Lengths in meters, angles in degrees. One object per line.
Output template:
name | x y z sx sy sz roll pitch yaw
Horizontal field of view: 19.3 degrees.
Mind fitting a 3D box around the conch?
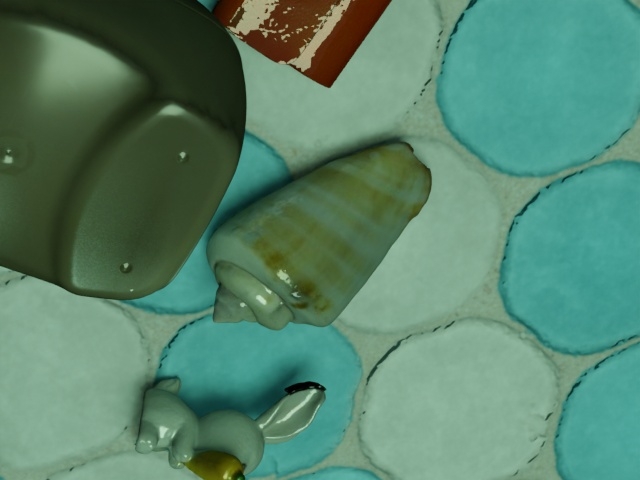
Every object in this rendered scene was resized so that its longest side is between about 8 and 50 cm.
conch | 0.002 0.006 1.830 0.255 0.127 0.158 -38 118 5

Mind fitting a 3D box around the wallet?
wallet | 0.010 -0.255 1.749 0.142 0.045 0.204 30 105 -25

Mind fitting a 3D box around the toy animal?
toy animal | -0.092 0.191 1.900 0.182 0.131 0.127 11 77 -5

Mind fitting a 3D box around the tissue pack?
tissue pack | -0.269 -0.133 1.617 0.387 0.277 0.267 17 117 -20
